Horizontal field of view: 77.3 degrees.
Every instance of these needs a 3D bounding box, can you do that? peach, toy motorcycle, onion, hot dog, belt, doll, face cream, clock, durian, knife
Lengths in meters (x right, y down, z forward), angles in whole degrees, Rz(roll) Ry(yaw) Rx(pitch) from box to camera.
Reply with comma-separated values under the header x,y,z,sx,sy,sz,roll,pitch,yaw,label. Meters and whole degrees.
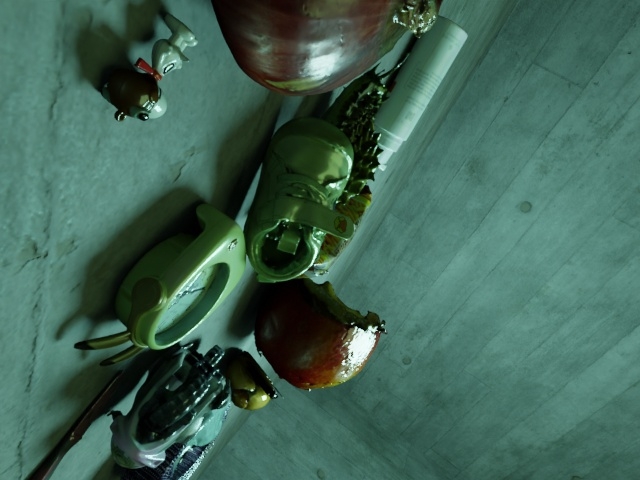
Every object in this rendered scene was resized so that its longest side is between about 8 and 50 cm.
x,y,z,sx,sy,sz,roll,pitch,yaw,label
-0.004,0.239,1.118,0.353,0.339,0.416,-48,162,-36,peach
-0.262,0.284,0.718,0.188,0.143,0.327,-45,-178,-8,toy motorcycle
0.014,-0.237,0.331,0.248,0.162,0.247,-42,141,-47,onion
-0.215,0.438,1.205,0.107,0.194,0.326,-40,167,-14,hot dog
-0.342,0.494,0.978,0.260,0.122,0.325,-60,167,-5,belt
-0.128,-0.129,0.308,0.085,0.040,0.058,-55,-178,18,doll
0.205,-0.336,0.943,0.345,0.102,0.102,-59,168,20,face cream
-0.195,0.070,0.523,0.232,0.069,0.170,-48,167,-28,clock
0.029,-0.143,0.681,0.107,0.132,0.375,29,103,-37,durian
-0.367,0.298,0.587,0.247,0.018,0.035,-54,166,-12,knife

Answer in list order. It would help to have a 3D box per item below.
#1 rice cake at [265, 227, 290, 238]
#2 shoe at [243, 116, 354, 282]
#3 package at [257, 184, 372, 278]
x,y,z,sx,sy,sz,roll,pitch,yaw,label
-0.064,-0.039,0.834,0.047,0.036,0.207,-43,176,25,rice cake
-0.030,-0.046,0.604,0.140,0.128,0.262,13,123,-32,shoe
-0.004,0.001,0.938,0.223,0.108,0.288,-21,-160,51,package
